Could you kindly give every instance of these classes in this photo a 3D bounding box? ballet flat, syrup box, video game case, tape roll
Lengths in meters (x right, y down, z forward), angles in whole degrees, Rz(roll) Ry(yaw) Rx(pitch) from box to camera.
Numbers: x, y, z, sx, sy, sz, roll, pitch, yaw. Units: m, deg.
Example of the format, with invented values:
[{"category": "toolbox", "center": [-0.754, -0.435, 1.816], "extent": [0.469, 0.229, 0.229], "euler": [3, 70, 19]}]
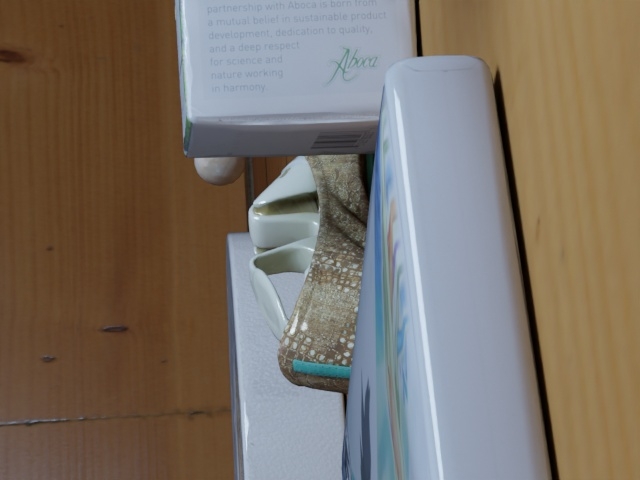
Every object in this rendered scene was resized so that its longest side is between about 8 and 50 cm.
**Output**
[{"category": "ballet flat", "center": [0.000, 0.000, 0.875], "extent": [0.206, 0.067, 0.073], "euler": [-99, 7, -62]}, {"category": "syrup box", "center": [-0.016, -0.157, 0.787], "extent": [0.093, 0.096, 0.236], "euler": [129, 138, -82]}, {"category": "video game case", "center": [0.041, 0.159, 0.606], "extent": [0.300, 0.036, 0.329], "euler": [94, 173, -60]}, {"category": "tape roll", "center": [-0.025, 0.185, 1.388], "extent": [0.392, 0.072, 0.392], "euler": [177, 90, -85]}]

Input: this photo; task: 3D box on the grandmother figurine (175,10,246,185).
[{"category": "grandmother figurine", "center": [-0.024, -0.129, 1.017], "extent": [0.342, 0.104, 0.207], "euler": [-104, 38, -85]}]
